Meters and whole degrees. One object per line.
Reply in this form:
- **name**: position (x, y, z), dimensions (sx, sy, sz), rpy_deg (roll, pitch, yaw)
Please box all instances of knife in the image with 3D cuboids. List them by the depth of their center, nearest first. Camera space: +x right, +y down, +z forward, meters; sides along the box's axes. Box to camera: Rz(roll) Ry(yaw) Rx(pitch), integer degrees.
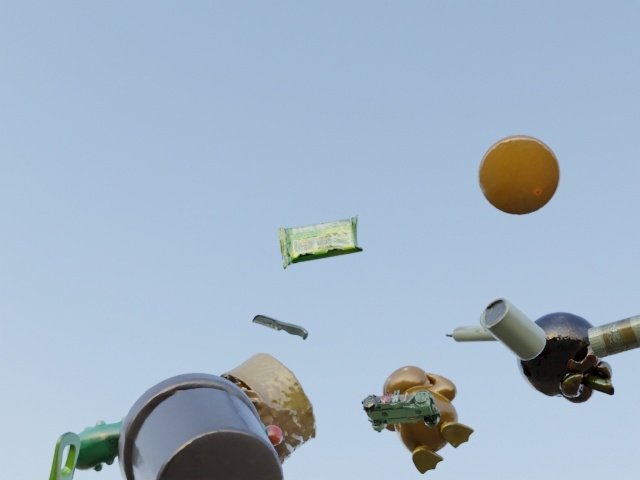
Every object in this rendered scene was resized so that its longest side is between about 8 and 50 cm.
- **knife**: position (-0.212, 0.224, 0.607), dimensions (0.022, 0.166, 0.078), rpy_deg (21, -6, 14)
- **knife**: position (-0.093, 0.189, 1.808), dimensions (0.210, 0.015, 0.028), rpy_deg (10, -71, 51)

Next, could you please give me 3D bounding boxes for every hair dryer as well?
- **hair dryer**: position (0.169, 0.093, 0.847), dimensions (0.063, 0.038, 0.124), rpy_deg (40, -25, -21)

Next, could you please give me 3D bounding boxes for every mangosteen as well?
- **mangosteen**: position (0.533, 0.265, 1.759), dimensions (0.194, 0.230, 0.194), rpy_deg (-18, -46, -19)

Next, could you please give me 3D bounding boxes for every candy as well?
- **candy**: position (0.000, 0.001, 1.748), dimensions (0.178, 0.102, 0.032), rpy_deg (-10, -37, 4)

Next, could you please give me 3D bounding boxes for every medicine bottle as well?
- **medicine bottle**: position (0.435, 0.138, 1.177), dimensions (0.083, 0.047, 0.047), rpy_deg (-22, -58, 28)

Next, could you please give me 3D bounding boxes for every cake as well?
- **cake**: position (-0.217, 0.533, 2.362), dimensions (0.332, 0.321, 0.332), rpy_deg (33, -41, 34)

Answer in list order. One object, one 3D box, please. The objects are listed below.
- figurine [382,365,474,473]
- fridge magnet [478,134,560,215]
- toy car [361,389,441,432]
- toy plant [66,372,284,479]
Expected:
- **figurine**: position (0.238, 0.406, 1.924), dimensions (0.215, 0.228, 0.215), rpy_deg (1, -78, 3)
- **fridge magnet**: position (0.351, -0.116, 1.442), dimensions (0.143, 0.063, 0.143), rpy_deg (2, -85, 19)
- **toy car**: position (0.151, 0.315, 1.530), dimensions (0.143, 0.054, 0.073), rpy_deg (-11, -57, 23)
- **toy plant**: position (-0.182, 0.265, 1.058), dimensions (0.185, 0.279, 0.400), rpy_deg (68, -17, -10)
